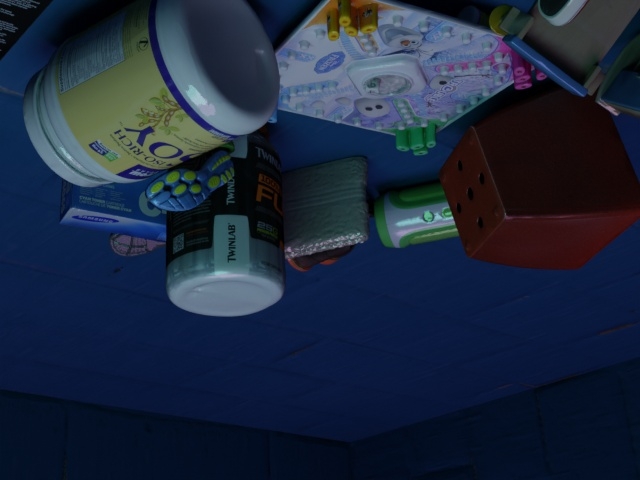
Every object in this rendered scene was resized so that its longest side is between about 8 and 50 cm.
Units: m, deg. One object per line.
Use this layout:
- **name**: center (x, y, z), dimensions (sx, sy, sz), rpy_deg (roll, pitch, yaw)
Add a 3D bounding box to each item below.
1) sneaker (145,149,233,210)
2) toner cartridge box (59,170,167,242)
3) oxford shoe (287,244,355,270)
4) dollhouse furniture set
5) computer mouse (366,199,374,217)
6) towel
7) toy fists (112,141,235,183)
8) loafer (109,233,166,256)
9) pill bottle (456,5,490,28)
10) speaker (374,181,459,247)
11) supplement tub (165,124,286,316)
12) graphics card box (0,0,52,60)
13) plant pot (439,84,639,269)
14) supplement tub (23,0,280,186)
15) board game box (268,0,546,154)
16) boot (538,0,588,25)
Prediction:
- **sneaker**: center (-0.212, -0.091, 1.537), dimensions (0.078, 0.067, 0.188), rpy_deg (-9, -163, 34)
- **toner cartridge box**: center (-0.307, -0.087, 1.837), dimensions (0.348, 0.165, 0.075), rpy_deg (10, 151, -28)
- **oxford shoe**: center (0.000, 0.000, 2.061), dimensions (0.098, 0.097, 0.271), rpy_deg (-27, 174, 24)
- **dollhouse furniture set**: center (0.428, -0.349, 1.438), dimensions (0.303, 0.286, 0.198), rpy_deg (31, -171, -14)
- **computer mouse**: center (-0.010, -0.065, 2.064), dimensions (0.262, 0.060, 0.184), rpy_deg (-8, 176, 22)
- **towel**: center (-0.037, -0.054, 1.914), dimensions (0.282, 0.187, 0.049), rpy_deg (-11, 150, 19)
- **toy fists**: center (-0.265, -0.192, 1.643), dimensions (0.279, 0.142, 0.096), rpy_deg (-13, 171, 20)
- **loafer**: center (-0.318, -0.031, 2.088), dimensions (0.268, 0.084, 0.096), rpy_deg (-7, 124, 0)
- **pill bottle**: center (0.252, -0.329, 1.511), dimensions (0.083, 0.043, 0.043), rpy_deg (18, 148, -38)
- **speaker**: center (0.267, -0.065, 2.000), dimensions (0.297, 0.131, 0.131), rpy_deg (-11, 154, 17)
- **supplement tub**: center (-0.168, -0.053, 1.716), dimensions (0.207, 0.338, 0.207), rpy_deg (-3, 156, -1)
- **graphics card box**: center (-0.520, -0.314, 1.287), dimensions (0.233, 0.094, 0.371), rpy_deg (13, 148, -38)
- **plant pot**: center (0.364, -0.098, 1.709), dimensions (0.236, 0.267, 0.267), rpy_deg (-9, 158, -19)
- **supplement tub**: center (-0.254, -0.225, 1.445), dimensions (0.331, 0.241, 0.241), rpy_deg (-20, 151, 32)
- **board game box**: center (0.110, -0.255, 1.593), dimensions (0.390, 0.050, 0.390), rpy_deg (9, 160, -25)
- **boot**: center (0.411, -0.376, 1.289), dimensions (0.176, 0.088, 0.244), rpy_deg (12, 122, -35)
